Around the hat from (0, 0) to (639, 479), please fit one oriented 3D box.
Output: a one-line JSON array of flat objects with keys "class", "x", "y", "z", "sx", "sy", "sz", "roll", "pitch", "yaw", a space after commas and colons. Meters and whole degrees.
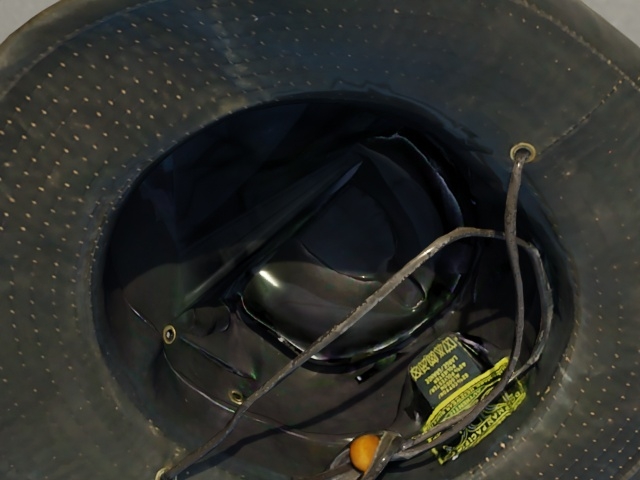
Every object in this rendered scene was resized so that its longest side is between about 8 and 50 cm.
[{"class": "hat", "x": 0.000, "y": 0.000, "z": 0.620, "sx": 0.331, "sy": 0.134, "sz": 0.331, "roll": -5, "pitch": 125, "yaw": -7}]
